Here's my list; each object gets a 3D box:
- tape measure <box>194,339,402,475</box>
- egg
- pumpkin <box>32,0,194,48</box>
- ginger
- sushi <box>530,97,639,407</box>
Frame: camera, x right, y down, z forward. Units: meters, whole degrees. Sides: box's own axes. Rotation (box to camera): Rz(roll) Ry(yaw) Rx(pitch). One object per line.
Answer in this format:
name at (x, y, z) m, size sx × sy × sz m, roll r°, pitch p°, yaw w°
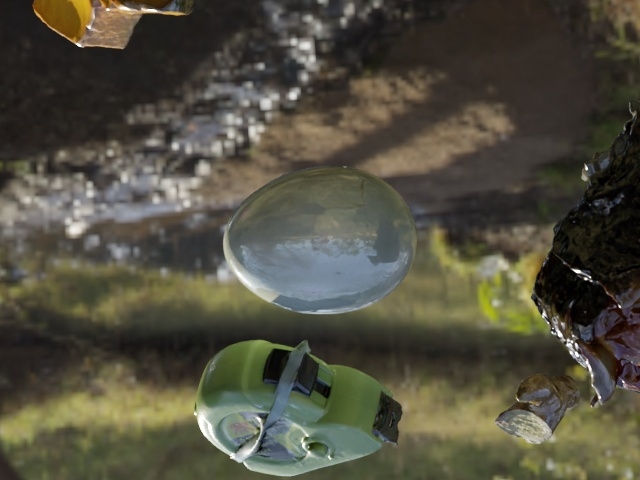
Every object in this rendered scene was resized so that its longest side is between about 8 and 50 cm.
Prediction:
tape measure at (-0.043, 0.175, 1.520) m, size 0.175 × 0.106 × 0.200 m, roll 39°, pitch 139°, yaw -26°
egg at (0.000, 0.000, 1.458) m, size 0.209 × 0.151 × 0.151 m, roll -2°, pitch 171°, yaw -31°
pumpkin at (-0.183, -0.263, 1.099) m, size 0.095 × 0.290 × 0.258 m, roll -14°, pitch 172°, yaw -31°
ginger at (0.137, 0.106, 0.885) m, size 0.030 × 0.048 × 0.097 m, roll 41°, pitch -168°, yaw 23°
sushi at (0.339, 0.003, 1.380) m, size 0.196 × 0.343 × 0.182 m, roll 27°, pitch -171°, yaw -21°
